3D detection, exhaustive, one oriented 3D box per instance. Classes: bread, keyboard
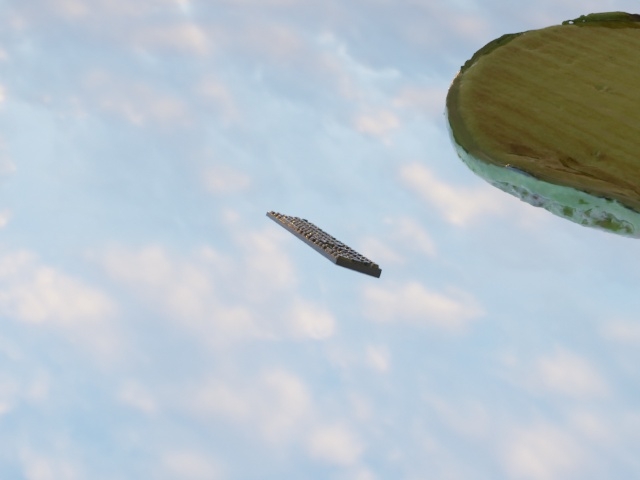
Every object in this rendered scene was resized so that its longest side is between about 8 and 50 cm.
[{"bbox_3d":[0.250,-0.103,0.634,0.302,0.045,0.301,-4,-138,4],"label":"bread"},{"bbox_3d":[-0.001,0.001,0.838,0.055,0.014,0.176,15,-170,-30],"label":"keyboard"}]
